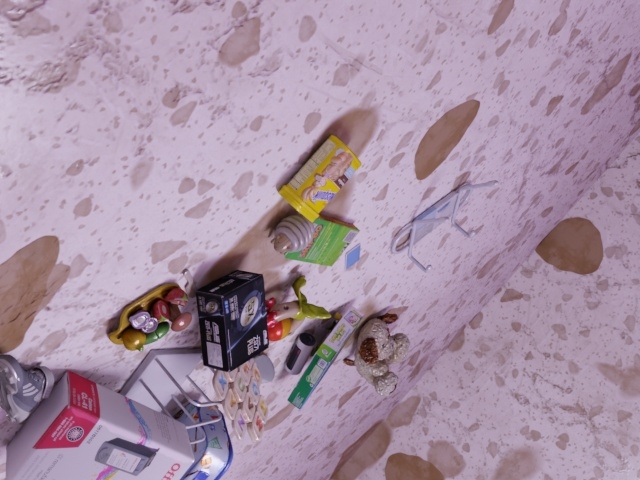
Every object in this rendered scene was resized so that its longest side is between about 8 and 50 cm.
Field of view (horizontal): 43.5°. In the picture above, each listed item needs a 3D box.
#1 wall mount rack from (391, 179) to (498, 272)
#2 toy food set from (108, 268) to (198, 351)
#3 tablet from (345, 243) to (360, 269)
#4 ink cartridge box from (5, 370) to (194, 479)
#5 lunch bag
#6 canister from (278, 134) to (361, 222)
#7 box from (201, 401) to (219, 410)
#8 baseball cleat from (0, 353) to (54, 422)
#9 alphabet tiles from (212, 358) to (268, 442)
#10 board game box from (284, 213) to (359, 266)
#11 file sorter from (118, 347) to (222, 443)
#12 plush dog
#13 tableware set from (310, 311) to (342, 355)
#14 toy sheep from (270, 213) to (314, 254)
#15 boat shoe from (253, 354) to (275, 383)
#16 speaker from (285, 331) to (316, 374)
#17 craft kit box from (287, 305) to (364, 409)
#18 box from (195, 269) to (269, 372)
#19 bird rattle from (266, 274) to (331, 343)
[{"bbox_3d":[0.377,-0.063,2.367,0.350,0.130,0.304,-36,154,-23],"label":"wall mount rack"},{"bbox_3d":[-0.325,0.160,1.651,0.218,0.071,0.128,-35,154,-24],"label":"toy food set"},{"bbox_3d":[0.089,0.045,2.221,0.054,0.006,0.083,-36,153,-21],"label":"tablet"},{"bbox_3d":[-0.447,0.436,1.640,0.306,0.131,0.226,34,100,-28],"label":"ink cartridge box"},{"bbox_3d":[-0.354,0.573,2.028,0.115,0.243,0.303,34,102,-33],"label":"lunch bag"},{"bbox_3d":[0.002,-0.133,1.723,0.170,0.073,0.126,-49,156,2],"label":"canister"},{"bbox_3d":[-0.346,0.503,2.206,0.136,0.028,0.081,-53,155,12],"label":"box"},{"bbox_3d":[-0.543,0.249,1.465,0.109,0.072,0.206,-44,165,-39],"label":"baseball cleat"},{"bbox_3d":[-0.190,0.330,1.905,0.021,0.284,0.278,-18,-162,12],"label":"alphabet tiles"},{"bbox_3d":[0.000,0.000,1.972,0.124,0.039,0.259,-52,158,12],"label":"board game box"},{"bbox_3d":[-0.359,0.410,1.864,0.278,0.173,0.193,-52,156,13],"label":"file sorter"},{"bbox_3d":[0.182,0.360,2.706,0.262,0.210,0.225,-61,158,-47],"label":"plush dog"},{"bbox_3d":[0.015,0.283,2.412,0.154,0.024,0.104,-55,173,-4],"label":"tableware set"},{"bbox_3d":[-0.058,-0.017,1.798,0.132,0.091,0.091,-45,160,-37],"label":"toy sheep"},{"bbox_3d":[-0.196,0.357,2.181,0.070,0.078,0.219,-17,169,22],"label":"boat shoe"},{"bbox_3d":[-0.059,0.334,2.373,0.055,0.055,0.136,-21,146,-44],"label":"speaker"},{"bbox_3d":[0.016,0.351,2.412,0.246,0.061,0.250,-44,166,-49],"label":"craft kit box"},{"bbox_3d":[-0.191,0.175,1.763,0.147,0.077,0.180,-26,118,-53],"label":"box"},{"bbox_3d":[-0.107,0.205,2.005,0.253,0.143,0.207,-24,155,-37],"label":"bird rattle"}]
